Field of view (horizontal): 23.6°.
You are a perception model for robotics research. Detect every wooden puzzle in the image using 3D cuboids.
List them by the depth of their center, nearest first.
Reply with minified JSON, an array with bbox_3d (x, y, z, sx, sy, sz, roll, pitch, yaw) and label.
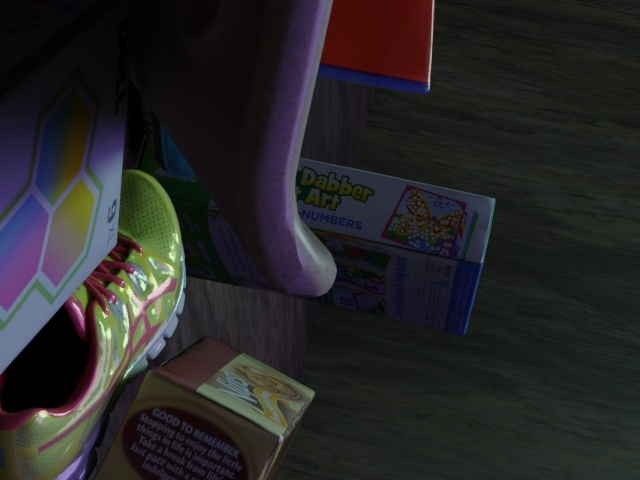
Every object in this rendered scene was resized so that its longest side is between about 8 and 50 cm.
[{"bbox_3d":[-0.005,-0.190,0.508,0.322,0.080,0.348,-129,-135,-67],"label":"wooden puzzle"}]

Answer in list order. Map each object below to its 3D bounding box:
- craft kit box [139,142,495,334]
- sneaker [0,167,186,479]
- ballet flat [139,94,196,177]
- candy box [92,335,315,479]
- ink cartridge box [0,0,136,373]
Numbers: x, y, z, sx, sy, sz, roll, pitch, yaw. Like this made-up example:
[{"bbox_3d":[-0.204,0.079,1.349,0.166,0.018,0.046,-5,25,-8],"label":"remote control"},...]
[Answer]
[{"bbox_3d":[0.000,0.000,1.155,0.250,0.246,0.061,84,17,-75],"label":"craft kit box"},{"bbox_3d":[-0.126,0.038,0.813,0.094,0.081,0.208,90,14,-56],"label":"sneaker"},{"bbox_3d":[-0.091,-0.127,0.968,0.206,0.073,0.067,100,-22,-50],"label":"ballet flat"},{"bbox_3d":[-0.117,0.219,0.895,0.316,0.087,0.183,-62,177,4],"label":"candy box"},{"bbox_3d":[-0.115,-0.028,0.540,0.209,0.062,0.109,-55,159,-55],"label":"ink cartridge box"}]
